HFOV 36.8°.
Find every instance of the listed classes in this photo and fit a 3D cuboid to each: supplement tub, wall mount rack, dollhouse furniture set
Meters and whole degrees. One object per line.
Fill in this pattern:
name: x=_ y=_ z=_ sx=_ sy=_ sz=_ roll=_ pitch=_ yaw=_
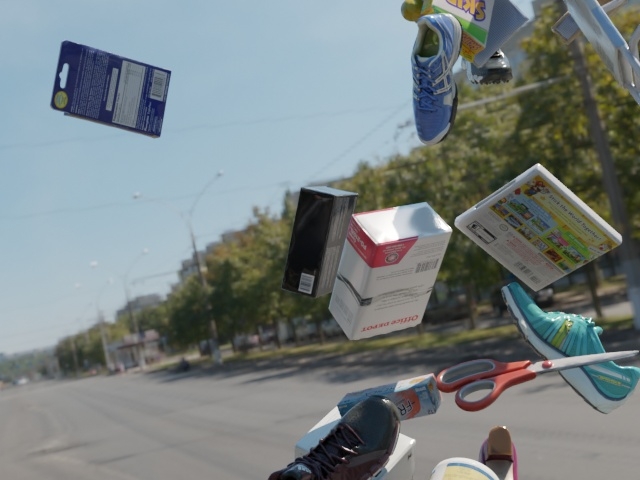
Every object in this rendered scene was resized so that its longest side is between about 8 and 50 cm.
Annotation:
supplement tub: x=0.252 y=0.520 z=1.788 sx=0.144 sy=0.144 sz=0.199 roll=-14 pitch=25 yaw=30
wall mount rack: x=0.459 y=-0.371 z=1.439 sx=0.130 sy=0.350 sz=0.304 roll=-28 pitch=-31 yaw=7
dollhouse furniture set: x=0.330 y=-0.422 z=1.691 sx=0.303 sy=0.286 sz=0.198 roll=-43 pitch=-3 yaw=12

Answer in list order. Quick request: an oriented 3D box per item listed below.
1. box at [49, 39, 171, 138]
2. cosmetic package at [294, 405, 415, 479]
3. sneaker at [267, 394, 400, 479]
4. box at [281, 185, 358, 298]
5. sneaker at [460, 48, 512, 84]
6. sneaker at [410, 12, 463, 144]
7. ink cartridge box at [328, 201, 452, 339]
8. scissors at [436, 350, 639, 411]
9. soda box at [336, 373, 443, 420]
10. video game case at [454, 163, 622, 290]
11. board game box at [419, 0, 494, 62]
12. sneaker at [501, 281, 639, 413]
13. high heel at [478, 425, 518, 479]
box: x=-0.400 y=-0.286 z=1.827 sx=0.225 sy=0.136 sz=0.036 roll=12 pitch=-5 yaw=-36
cosmetic package: x=0.065 y=0.443 z=1.841 sx=0.184 sy=0.151 sz=0.151 roll=19 pitch=34 yaw=30
sneaker: x=0.012 y=0.354 z=1.518 sx=0.281 sy=0.106 sz=0.162 roll=-52 pitch=-29 yaw=-5
box: x=0.000 y=0.000 z=2.432 sx=0.103 sy=0.261 sz=0.184 roll=14 pitch=8 yaw=21
sneaker: x=0.318 y=-0.369 z=1.877 sx=0.078 sy=0.106 sz=0.234 roll=-7 pitch=22 yaw=-1
sneaker: x=0.172 y=-0.258 z=1.531 sx=0.080 sy=0.211 sz=0.081 roll=4 pitch=4 yaw=36
ink cartridge box: x=0.128 y=0.059 z=1.826 sx=0.172 sy=0.100 sz=0.237 roll=-10 pitch=-48 yaw=-29
scissors: x=0.324 y=0.188 z=1.463 sx=0.297 sy=0.021 sz=0.109 roll=-18 pitch=26 yaw=-6
soda box: x=0.127 y=0.298 z=1.761 sx=0.183 sy=0.058 sz=0.063 roll=-18 pitch=6 yaw=24
video game case: x=0.399 y=-0.018 z=1.775 sx=0.206 sy=0.227 sz=0.026 roll=-36 pitch=24 yaw=39
board game box: x=0.243 y=-0.431 z=1.644 sx=0.124 sy=0.259 sz=0.039 roll=30 pitch=-32 yaw=-23
sneaker: x=0.418 y=0.167 z=1.631 sx=0.110 sy=0.275 sz=0.107 roll=-45 pitch=-19 yaw=3
high heel: x=0.432 y=0.655 z=2.352 sx=0.127 sy=0.377 sz=0.181 roll=8 pitch=-29 yaw=13
